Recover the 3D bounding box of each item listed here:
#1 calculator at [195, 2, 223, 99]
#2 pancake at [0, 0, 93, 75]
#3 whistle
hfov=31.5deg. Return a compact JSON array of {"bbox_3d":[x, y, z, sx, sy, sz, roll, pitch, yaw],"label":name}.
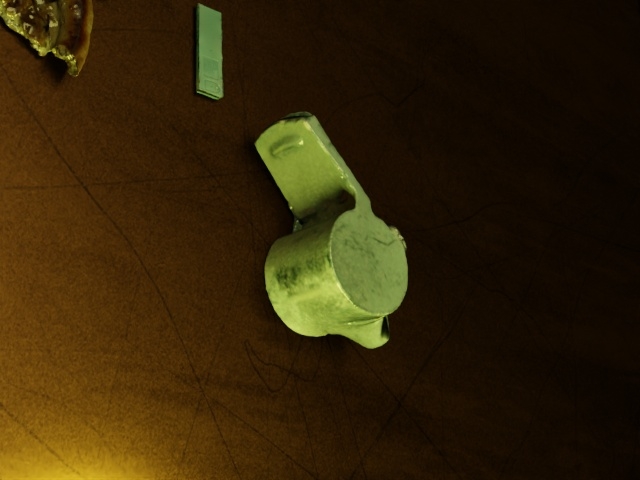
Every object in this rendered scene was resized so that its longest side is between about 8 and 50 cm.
[{"bbox_3d":[-0.191,-0.324,1.952,0.057,0.018,0.172,16,64,-42],"label":"calculator"},{"bbox_3d":[-0.415,-0.397,1.727,0.257,0.056,0.212,49,46,-20],"label":"pancake"},{"bbox_3d":[0.017,-0.015,1.931,0.188,0.168,0.404,3,73,-44],"label":"whistle"}]
